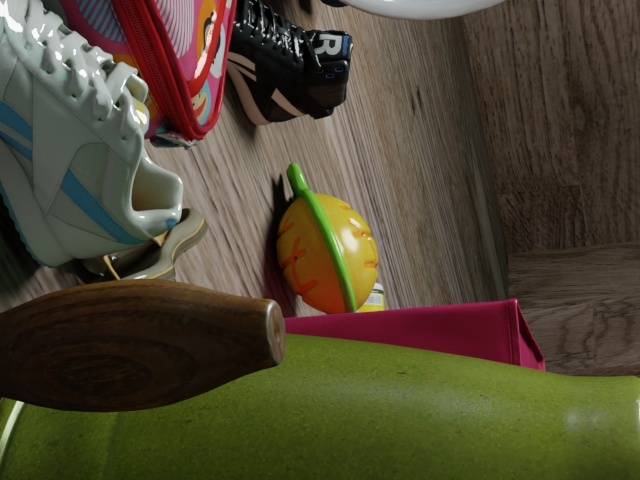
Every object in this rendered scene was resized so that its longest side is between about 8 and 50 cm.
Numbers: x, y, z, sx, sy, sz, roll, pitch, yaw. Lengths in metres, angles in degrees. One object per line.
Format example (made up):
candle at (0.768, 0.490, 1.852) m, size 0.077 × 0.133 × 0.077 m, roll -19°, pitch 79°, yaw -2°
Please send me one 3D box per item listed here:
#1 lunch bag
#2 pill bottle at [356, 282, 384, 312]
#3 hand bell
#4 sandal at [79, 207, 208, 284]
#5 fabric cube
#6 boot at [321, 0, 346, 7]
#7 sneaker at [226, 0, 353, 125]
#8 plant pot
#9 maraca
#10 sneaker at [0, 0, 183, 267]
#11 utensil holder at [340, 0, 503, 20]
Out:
lunch bag at (-0.124, -0.206, 0.731) m, size 0.258 × 0.120 × 0.293 m, roll 73°, pitch 17°, yaw -49°
pill bottle at (0.046, 0.111, 1.311) m, size 0.065 × 0.065 × 0.116 m, roll 36°, pitch 50°, yaw -70°
hand bell at (-0.129, 0.040, 0.345) m, size 0.126 × 0.242 × 0.126 m, roll -6°, pitch 90°, yaw -75°
sandal at (-0.125, 0.005, 0.724) m, size 0.049 × 0.072 × 0.180 m, roll 64°, pitch 18°, yaw -13°
fabric cube at (0.073, 0.212, 1.002) m, size 0.259 × 0.258 × 0.254 m, roll 48°, pitch 39°, yaw -65°
boot at (-0.023, -0.349, 1.283) m, size 0.106 × 0.082 × 0.219 m, roll 62°, pitch 18°, yaw 17°
sneaker at (-0.035, -0.191, 1.023) m, size 0.217 × 0.121 × 0.079 m, roll 58°, pitch 29°, yaw -58°
plant pot at (0.035, 0.214, 0.673) m, size 0.366 × 0.353 × 0.366 m, roll -6°, pitch 90°, yaw -76°
maraca at (0.000, 0.000, 1.138) m, size 0.127 × 0.099 × 0.185 m, roll 83°, pitch -14°, yaw -47°
sneaker at (-0.146, -0.083, 0.598) m, size 0.228 × 0.092 × 0.087 m, roll 70°, pitch 10°, yaw -47°
utensil holder at (0.098, -0.484, 1.164) m, size 0.327 × 0.328 × 0.385 m, roll 62°, pitch 14°, yaw -55°
